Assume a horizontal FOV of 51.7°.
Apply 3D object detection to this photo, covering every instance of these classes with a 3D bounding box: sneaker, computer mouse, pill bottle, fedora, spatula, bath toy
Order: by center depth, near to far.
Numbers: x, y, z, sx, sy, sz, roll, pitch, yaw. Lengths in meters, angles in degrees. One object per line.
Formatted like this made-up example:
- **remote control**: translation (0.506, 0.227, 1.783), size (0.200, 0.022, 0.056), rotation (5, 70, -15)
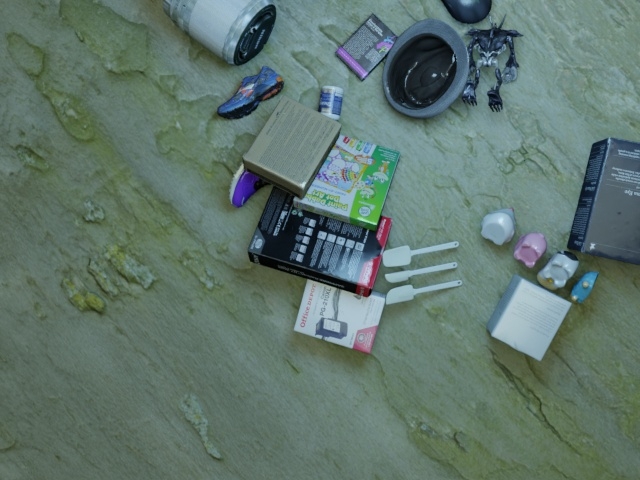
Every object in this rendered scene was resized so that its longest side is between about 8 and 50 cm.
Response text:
- **computer mouse**: translation (0.364, -0.719, 1.847), size (0.188, 0.072, 0.272), rotation (-43, 75, 5)
- **fedora**: translation (0.307, -0.472, 1.847), size (0.244, 0.124, 0.275), rotation (45, 120, 16)
- **bath toy**: translation (0.608, 0.030, 1.856), size (0.348, 0.129, 0.151), rotation (38, 140, 8)
- **spatula**: translation (0.295, 0.085, 1.897), size (0.242, 0.019, 0.168), rotation (-10, 104, -14)
- **pill bottle**: translation (0.028, -0.389, 1.941), size (0.067, 0.067, 0.120), rotation (9, 94, 8)
- **sneaker**: translation (-0.156, -0.208, 1.960), size (0.146, 0.102, 0.293), rotation (31, 97, 5)
- **sneaker**: translation (-0.216, -0.440, 1.977), size (0.221, 0.083, 0.087), rotation (-31, 75, 3)

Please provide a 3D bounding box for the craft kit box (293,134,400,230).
- **craft kit box**: translation (0.077, -0.177, 1.905), size (0.250, 0.061, 0.246), rotation (16, 73, 7)

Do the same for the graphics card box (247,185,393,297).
- **graphics card box**: translation (0.000, 0.000, 1.911), size (0.371, 0.094, 0.232), rotation (16, 68, 6)

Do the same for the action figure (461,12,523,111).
- **action figure**: translation (0.468, -0.493, 1.842), size (0.164, 0.141, 0.275), rotation (11, 68, 16)

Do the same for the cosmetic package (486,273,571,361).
- **cosmetic package**: translation (0.579, 0.212, 1.854), size (0.151, 0.151, 0.183), rotation (28, 96, 6)

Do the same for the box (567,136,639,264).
- **box**: translation (0.887, -0.086, 1.780), size (0.344, 0.179, 0.312), rotation (13, 94, 7)

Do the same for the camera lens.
- **camera lens**: translation (-0.282, -0.654, 1.893), size (0.274, 0.219, 0.219), rotation (36, 97, 5)

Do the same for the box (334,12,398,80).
- **box**: translation (0.139, -0.565, 1.935), size (0.162, 0.029, 0.116), rotation (-45, 87, 9)

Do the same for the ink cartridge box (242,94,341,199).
- **ink cartridge box**: translation (-0.078, -0.262, 1.858), size (0.193, 0.088, 0.234), rotation (28, 72, 6)

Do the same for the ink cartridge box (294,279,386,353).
- **ink cartridge box**: translation (0.058, 0.213, 1.955), size (0.237, 0.100, 0.171), rotation (16, 95, 7)
